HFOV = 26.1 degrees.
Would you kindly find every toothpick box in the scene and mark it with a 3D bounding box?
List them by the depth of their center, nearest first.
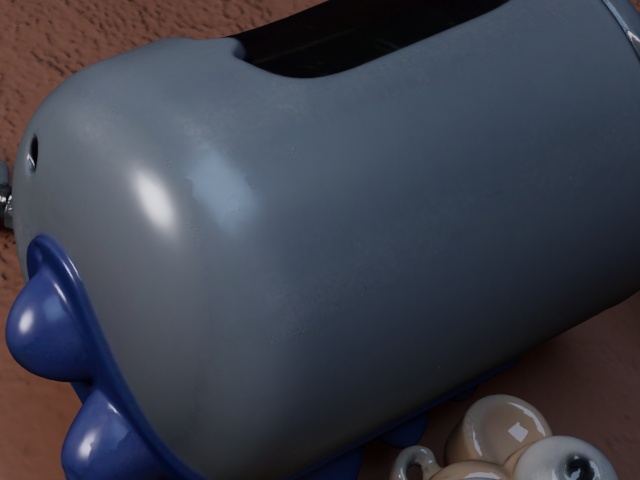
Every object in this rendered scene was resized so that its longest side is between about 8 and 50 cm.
[{"bbox_3d":[0.000,0.000,0.736,0.355,0.263,0.263,-23,61,-30],"label":"toothpick box"}]

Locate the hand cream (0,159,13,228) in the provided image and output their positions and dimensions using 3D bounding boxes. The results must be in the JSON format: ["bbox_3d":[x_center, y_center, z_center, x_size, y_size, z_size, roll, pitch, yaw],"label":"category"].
[{"bbox_3d":[-0.263,-0.053,0.821,0.195,0.042,0.067,20,50,6],"label":"hand cream"}]

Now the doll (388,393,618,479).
[{"bbox_3d":[0.143,0.198,0.686,0.278,0.119,0.154,34,54,7],"label":"doll"}]
